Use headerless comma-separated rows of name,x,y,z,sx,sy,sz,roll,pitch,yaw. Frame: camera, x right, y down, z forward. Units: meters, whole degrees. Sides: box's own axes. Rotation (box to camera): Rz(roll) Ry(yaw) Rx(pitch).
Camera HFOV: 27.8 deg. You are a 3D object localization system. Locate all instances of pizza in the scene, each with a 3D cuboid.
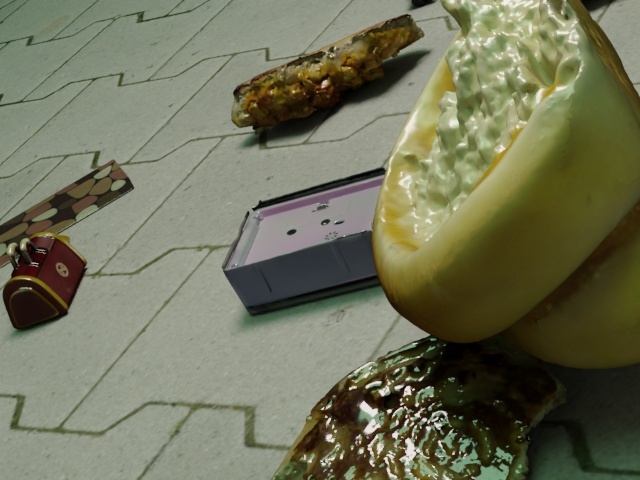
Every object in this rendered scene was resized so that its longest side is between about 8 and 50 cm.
pizza,0.011,-0.236,1.859,0.306,0.085,0.161,-25,5,1

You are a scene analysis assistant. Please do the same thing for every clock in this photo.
clock,0.000,0.000,1.469,0.193,0.073,0.144,-15,30,24

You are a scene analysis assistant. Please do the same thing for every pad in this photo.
pad,-0.401,-0.045,1.982,0.235,0.003,0.158,-31,27,-8

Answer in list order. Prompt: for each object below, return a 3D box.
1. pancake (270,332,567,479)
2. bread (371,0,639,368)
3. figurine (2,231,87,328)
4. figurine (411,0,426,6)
pancake,0.091,0.153,1.143,0.258,0.056,0.212,0,44,30
bread,0.195,-0.081,1.117,0.245,0.328,0.424,13,26,-4
figurine,-0.377,0.034,1.723,0.082,0.098,0.154,-22,30,18
figurine,0.162,-0.433,2.092,0.087,0.086,0.149,123,164,-44
